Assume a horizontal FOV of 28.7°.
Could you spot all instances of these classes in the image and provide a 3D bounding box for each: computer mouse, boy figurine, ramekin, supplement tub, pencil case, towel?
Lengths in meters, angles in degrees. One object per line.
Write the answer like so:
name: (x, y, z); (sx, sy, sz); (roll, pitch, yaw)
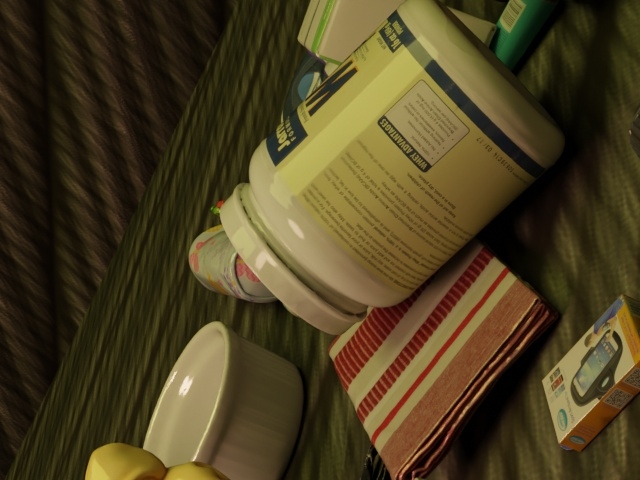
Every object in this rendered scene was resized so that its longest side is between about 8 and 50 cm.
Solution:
computer mouse: (0.055, 0.206, 1.464); (0.071, 0.041, 0.242); (-47, 27, 41)
boy figurine: (-0.140, 0.317, 1.478); (0.177, 0.285, 0.092); (-29, 41, 55)
ramekin: (-0.137, 0.265, 1.753); (0.277, 0.135, 0.277); (-53, 23, 33)
supplement tub: (0.073, -0.077, 1.353); (0.325, 0.235, 0.235); (-43, 25, 14)
pencil case: (-0.124, 0.034, 2.024); (0.124, 0.113, 0.273); (-47, 16, -11)
towel: (0.118, 0.104, 1.366); (0.237, 0.037, 0.329); (-52, 21, 7)

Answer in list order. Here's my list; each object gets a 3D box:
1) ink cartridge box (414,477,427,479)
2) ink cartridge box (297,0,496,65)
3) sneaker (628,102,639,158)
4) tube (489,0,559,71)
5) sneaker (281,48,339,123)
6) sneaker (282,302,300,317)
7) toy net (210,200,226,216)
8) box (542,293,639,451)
ink cartridge box: (0.121, 0.352, 0.888); (0.270, 0.198, 0.197); (-65, 20, 6)
ink cartridge box: (0.089, -0.267, 1.618); (0.273, 0.198, 0.114); (-114, 43, -75)
sneaker: (0.379, -0.175, 1.005); (0.319, 0.112, 0.131); (-45, 12, 40)
tube: (0.216, -0.221, 1.537); (0.207, 0.052, 0.080); (-59, 12, 34)
sneaker: (0.027, -0.164, 1.875); (0.323, 0.130, 0.236); (-125, 49, -61)
sneaker: (0.000, 0.000, 1.780); (0.092, 0.087, 0.228); (-20, 47, 67)
toy net: (-0.092, -0.066, 2.039); (0.232, 0.122, 0.045); (-18, 58, 65)
box: (0.241, 0.121, 1.100); (0.136, 0.028, 0.081); (-52, 24, 29)
